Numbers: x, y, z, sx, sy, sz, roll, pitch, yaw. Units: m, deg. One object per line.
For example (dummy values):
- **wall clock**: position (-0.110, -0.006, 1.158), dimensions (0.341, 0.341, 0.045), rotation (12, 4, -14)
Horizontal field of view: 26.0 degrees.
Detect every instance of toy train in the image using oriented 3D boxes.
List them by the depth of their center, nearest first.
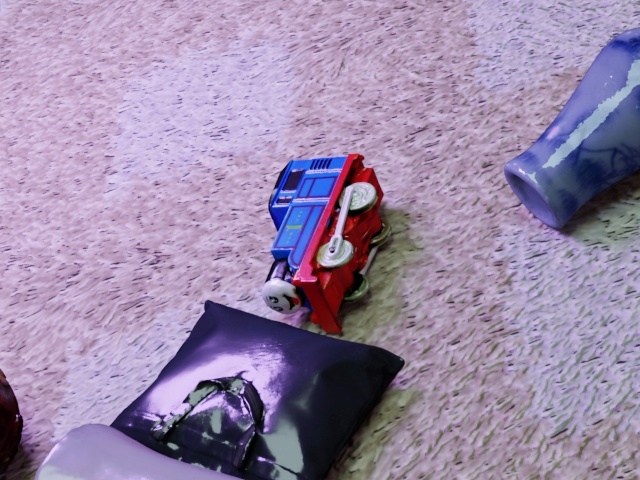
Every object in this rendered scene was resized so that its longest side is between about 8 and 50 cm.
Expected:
- **toy train**: position (0.000, 0.000, 1.512), dimensions (0.131, 0.083, 0.204), rotation (-1, 44, 25)

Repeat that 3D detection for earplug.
- **earplug**: position (-0.095, 0.276, 1.218), dimensions (0.301, 0.172, 0.172), rotation (10, 51, 26)

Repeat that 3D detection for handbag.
- **handbag**: position (-0.073, 0.161, 1.374), dimensions (0.254, 0.089, 0.211), rotation (15, 52, 33)

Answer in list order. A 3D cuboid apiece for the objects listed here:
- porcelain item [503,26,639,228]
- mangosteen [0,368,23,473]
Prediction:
- **porcelain item**: position (0.314, -0.127, 1.457), dimensions (0.259, 0.141, 0.141), rotation (-41, 42, -4)
- **mangosteen**: position (-0.401, 0.201, 1.455), dimensions (0.180, 0.166, 0.166), rotation (-51, 40, 10)
